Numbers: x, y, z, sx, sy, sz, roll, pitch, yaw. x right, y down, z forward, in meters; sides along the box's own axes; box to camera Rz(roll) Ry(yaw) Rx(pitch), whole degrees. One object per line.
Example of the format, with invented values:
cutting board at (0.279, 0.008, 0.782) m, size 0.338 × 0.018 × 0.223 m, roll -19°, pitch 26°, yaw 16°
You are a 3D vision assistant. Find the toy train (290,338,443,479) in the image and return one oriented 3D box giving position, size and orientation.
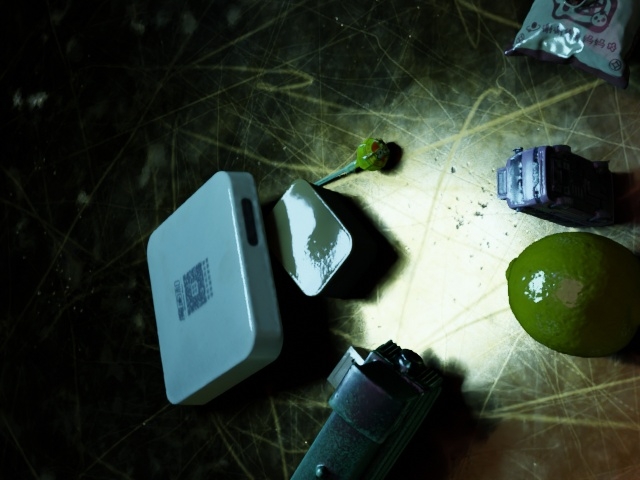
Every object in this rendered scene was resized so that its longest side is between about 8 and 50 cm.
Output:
toy train at (0.057, 0.319, 1.880) m, size 0.138 × 0.178 × 0.330 m, roll 36°, pitch 106°, yaw 19°

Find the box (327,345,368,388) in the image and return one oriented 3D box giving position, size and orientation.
box at (0.062, 0.241, 1.999) m, size 0.079 × 0.035 × 0.083 m, roll 48°, pitch 112°, yaw 35°

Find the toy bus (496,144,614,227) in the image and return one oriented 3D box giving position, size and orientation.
toy bus at (0.356, -0.078, 1.712) m, size 0.108 × 0.199 × 0.096 m, roll -10°, pitch 74°, yaw 42°

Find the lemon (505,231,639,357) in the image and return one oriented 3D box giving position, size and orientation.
lemon at (0.370, 0.076, 1.682) m, size 0.248 × 0.184 × 0.184 m, roll 15°, pitch 91°, yaw 40°

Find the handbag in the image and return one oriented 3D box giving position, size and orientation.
handbag at (0.423, -0.360, 1.764) m, size 0.213 × 0.127 × 0.235 m, roll 25°, pitch 85°, yaw 39°

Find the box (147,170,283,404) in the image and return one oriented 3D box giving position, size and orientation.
box at (-0.205, 0.097, 2.172) m, size 0.373 × 0.090 × 0.367 m, roll -36°, pitch 57°, yaw 51°

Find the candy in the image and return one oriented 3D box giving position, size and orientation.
candy at (0.049, -0.133, 2.085) m, size 0.194 × 0.062 × 0.058 m, roll -25°, pitch 110°, yaw 43°

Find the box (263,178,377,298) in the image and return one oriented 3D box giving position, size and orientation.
box at (0.000, 0.000, 2.065) m, size 0.144 × 0.090 × 0.201 m, roll -54°, pitch 53°, yaw 18°
